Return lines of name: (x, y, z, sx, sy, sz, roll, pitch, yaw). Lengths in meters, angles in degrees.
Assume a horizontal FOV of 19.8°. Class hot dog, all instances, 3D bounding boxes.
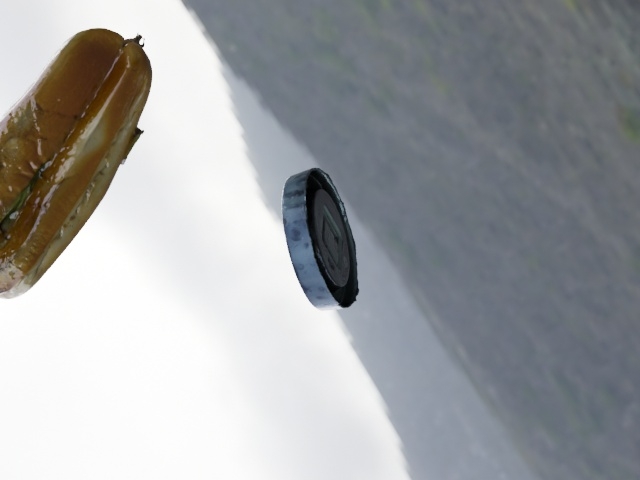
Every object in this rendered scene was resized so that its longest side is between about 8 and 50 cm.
hot dog: (-0.224, -0.066, 1.520, 0.109, 0.269, 0.072, 35, 170, -3)

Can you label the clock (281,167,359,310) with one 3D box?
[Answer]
clock: (0.000, 0.000, 1.062, 0.085, 0.017, 0.085, -14, -90, -73)
